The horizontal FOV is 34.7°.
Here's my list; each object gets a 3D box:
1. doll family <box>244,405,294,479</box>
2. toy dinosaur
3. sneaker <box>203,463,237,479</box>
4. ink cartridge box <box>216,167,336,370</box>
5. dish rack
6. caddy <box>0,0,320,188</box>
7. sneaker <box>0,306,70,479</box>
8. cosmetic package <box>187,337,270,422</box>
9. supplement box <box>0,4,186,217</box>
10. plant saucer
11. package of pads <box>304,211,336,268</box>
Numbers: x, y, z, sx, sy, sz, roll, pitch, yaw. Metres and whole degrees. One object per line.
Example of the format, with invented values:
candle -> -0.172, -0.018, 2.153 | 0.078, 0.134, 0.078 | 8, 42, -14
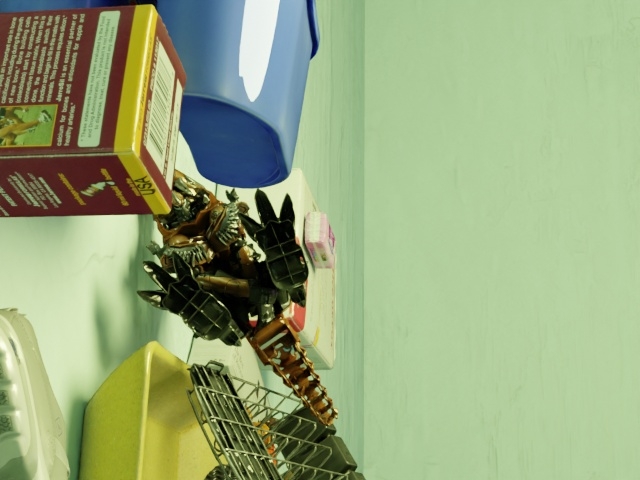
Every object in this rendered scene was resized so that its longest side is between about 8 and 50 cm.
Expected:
doll family -> -0.091, 0.294, 1.262 | 0.263, 0.118, 0.163 | -148, -111, -72
toy dinosaur -> -0.079, 0.043, 1.084 | 0.164, 0.322, 0.218 | -55, 176, -10
sneaker -> -0.104, 0.310, 1.034 | 0.075, 0.057, 0.161 | 118, -27, -53
ink cartridge box -> -0.062, 0.054, 1.530 | 0.306, 0.131, 0.226 | 67, 23, -67
dish rack -> -0.040, 0.232, 1.042 | 0.271, 0.074, 0.208 | 31, 19, -52
caddy -> -0.126, -0.163, 0.828 | 0.341, 0.241, 0.179 | 82, 15, -79
sneaker -> -0.207, 0.177, 0.718 | 0.115, 0.105, 0.281 | -40, 127, -78
cosmetic package -> -0.118, 0.200, 1.388 | 0.239, 0.060, 0.099 | 79, 13, -47
supplement box -> -0.186, -0.076, 0.628 | 0.081, 0.188, 0.104 | 71, 20, -63
plant saucer -> -0.167, 0.296, 1.024 | 0.332, 0.081, 0.332 | 61, 29, -69
package of pads -> 0.000, 0.000, 1.436 | 0.083, 0.032, 0.050 | 67, 25, -59
